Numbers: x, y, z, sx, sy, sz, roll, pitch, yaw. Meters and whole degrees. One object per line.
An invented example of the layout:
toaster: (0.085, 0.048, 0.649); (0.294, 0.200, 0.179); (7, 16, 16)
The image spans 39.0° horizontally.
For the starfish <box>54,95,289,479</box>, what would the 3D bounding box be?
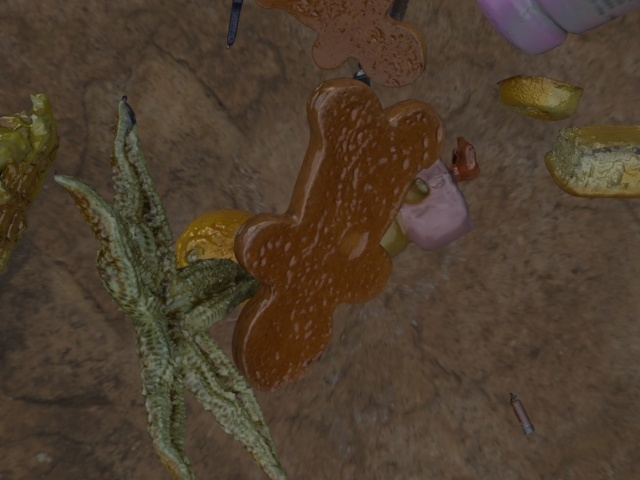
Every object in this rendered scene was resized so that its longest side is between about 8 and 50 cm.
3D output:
starfish: (-0.133, 0.062, 0.793); (0.078, 0.358, 0.347); (-21, 125, 18)

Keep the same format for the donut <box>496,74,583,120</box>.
donut: (0.429, -0.279, 1.781); (0.162, 0.178, 0.065); (11, 93, 0)

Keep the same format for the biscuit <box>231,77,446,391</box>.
biscuit: (-0.001, -0.001, 0.890); (0.049, 0.205, 0.324); (29, 102, 44)

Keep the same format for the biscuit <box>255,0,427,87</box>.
biscuit: (0.033, -0.290, 1.141); (0.250, 0.036, 0.165); (39, 132, -4)

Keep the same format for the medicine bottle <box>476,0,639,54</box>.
medicine bottle: (0.276, -0.313, 0.740); (0.325, 0.212, 0.212); (-24, 87, 30)

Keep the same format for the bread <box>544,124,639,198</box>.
bread: (0.557, -0.151, 1.714); (0.245, 0.174, 0.121); (-4, 115, -7)

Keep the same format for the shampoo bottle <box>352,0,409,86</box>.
shampoo bottle: (0.113, -0.412, 1.694); (0.071, 0.098, 0.309); (12, 66, 13)

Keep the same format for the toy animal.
toy animal: (0.126, -0.052, 1.456); (0.281, 0.195, 0.169); (-17, 85, 6)

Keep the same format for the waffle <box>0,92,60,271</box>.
waffle: (-0.356, 0.004, 0.906); (0.068, 0.325, 0.302); (33, 128, -8)

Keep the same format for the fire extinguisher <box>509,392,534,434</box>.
fire extinguisher: (0.391, 0.337, 1.770); (0.022, 0.028, 0.083); (-26, 81, 2)

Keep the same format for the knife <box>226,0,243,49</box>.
knife: (-0.150, -0.391, 1.583); (0.018, 0.031, 0.121); (3, 122, -16)

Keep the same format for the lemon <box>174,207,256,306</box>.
lemon: (-0.132, 0.025, 1.264); (0.142, 0.187, 0.142); (0, 91, 26)
